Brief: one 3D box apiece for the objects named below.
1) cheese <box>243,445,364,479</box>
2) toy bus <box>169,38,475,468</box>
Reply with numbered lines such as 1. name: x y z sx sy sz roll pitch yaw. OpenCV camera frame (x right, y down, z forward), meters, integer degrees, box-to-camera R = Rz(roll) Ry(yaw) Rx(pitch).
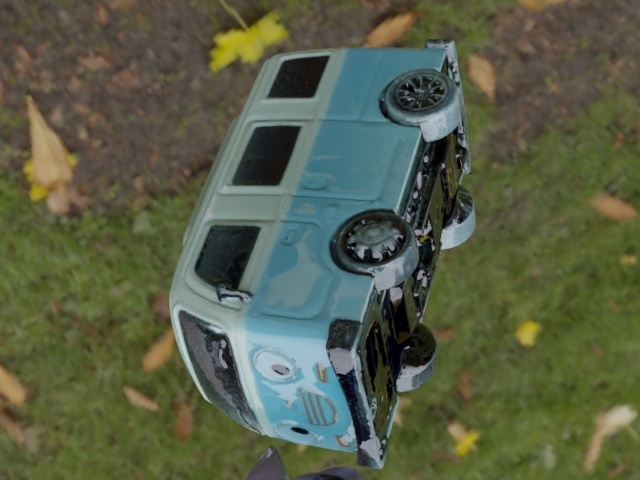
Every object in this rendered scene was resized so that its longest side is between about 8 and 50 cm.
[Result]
1. cheese: -0.020 0.177 0.913 0.042 0.191 0.105 38 79 -22
2. toy bus: 0.000 0.000 0.984 0.164 0.271 0.133 5 139 17
